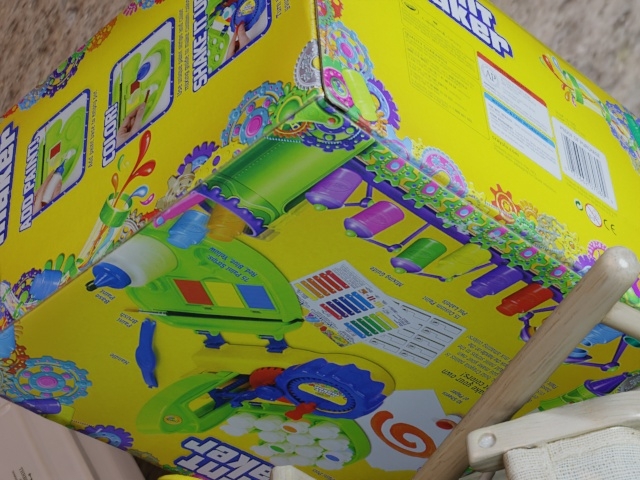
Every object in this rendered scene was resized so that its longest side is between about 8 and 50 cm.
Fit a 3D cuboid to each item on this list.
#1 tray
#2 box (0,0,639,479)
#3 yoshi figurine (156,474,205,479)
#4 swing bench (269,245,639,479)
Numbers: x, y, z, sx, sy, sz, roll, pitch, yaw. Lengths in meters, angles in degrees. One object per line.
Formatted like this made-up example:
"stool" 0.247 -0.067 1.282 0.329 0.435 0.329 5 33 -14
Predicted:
"tray" -0.199 0.172 1.056 0.145 0.030 0.270 -37 39 -4
"box" 0.000 0.000 0.860 0.279 0.290 0.177 -34 42 31
"yoshi figurine" -0.103 0.323 0.861 0.203 0.203 0.362 -28 46 60
"swing bench" 0.114 0.186 0.702 0.255 0.165 0.253 -39 40 35
